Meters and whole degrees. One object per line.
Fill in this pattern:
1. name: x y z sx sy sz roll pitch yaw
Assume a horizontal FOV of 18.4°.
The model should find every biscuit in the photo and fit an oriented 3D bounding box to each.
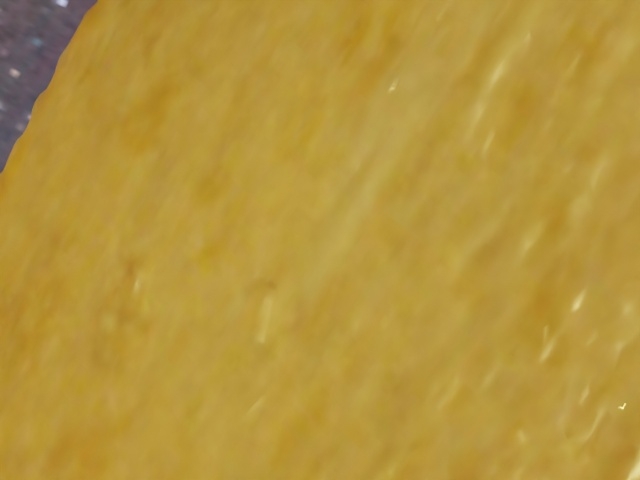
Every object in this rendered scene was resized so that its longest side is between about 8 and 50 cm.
1. biscuit: 0.000 0.000 0.464 0.013 0.232 0.237 19 -75 -47
